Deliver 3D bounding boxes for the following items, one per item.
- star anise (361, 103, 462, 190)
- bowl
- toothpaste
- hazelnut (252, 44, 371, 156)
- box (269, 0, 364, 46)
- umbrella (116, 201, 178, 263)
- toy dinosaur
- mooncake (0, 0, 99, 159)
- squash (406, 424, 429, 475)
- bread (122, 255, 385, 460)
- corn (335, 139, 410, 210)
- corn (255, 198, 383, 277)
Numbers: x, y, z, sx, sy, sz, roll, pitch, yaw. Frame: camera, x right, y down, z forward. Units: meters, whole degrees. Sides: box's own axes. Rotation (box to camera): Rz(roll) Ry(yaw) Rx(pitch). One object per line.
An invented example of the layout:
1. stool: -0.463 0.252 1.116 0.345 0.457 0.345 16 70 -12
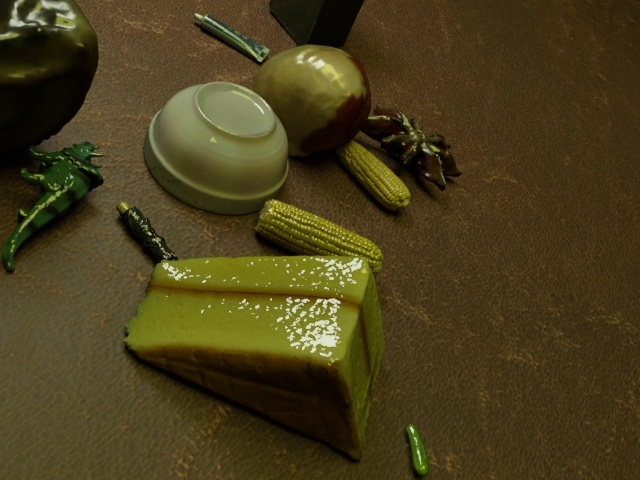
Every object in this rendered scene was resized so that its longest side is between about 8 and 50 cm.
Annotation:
1. star anise: 0.206 -0.219 1.686 0.288 0.088 0.288 28 28 -17
2. bowl: -0.183 -0.200 1.410 0.287 0.144 0.287 16 42 -15
3. toothpaste: -0.215 -0.488 1.753 0.197 0.035 0.057 30 50 -4
4. hazelnut: -0.018 -0.292 1.551 0.261 0.241 0.261 15 13 -4
5. box: 0.007 -0.642 1.848 0.143 0.273 0.184 -16 59 -38
6. umbrella: -0.293 -0.011 1.240 0.040 0.037 0.144 -30 71 -39
7. toy dinosaur: -0.450 -0.082 1.196 0.120 0.079 0.292 31 45 3
8. mooncake: -0.554 -0.291 1.100 0.394 0.393 0.246 -29 63 -3
9. squash: 0.154 0.332 1.167 0.027 0.027 0.089 13 41 -18
10. bread: -0.098 0.164 1.170 0.361 0.245 0.233 3 41 15
11. corn: 0.114 -0.140 1.576 0.067 0.067 0.206 -23 61 -42
12. corn: 0.000 0.000 1.363 0.248 0.081 0.081 25 42 -6
